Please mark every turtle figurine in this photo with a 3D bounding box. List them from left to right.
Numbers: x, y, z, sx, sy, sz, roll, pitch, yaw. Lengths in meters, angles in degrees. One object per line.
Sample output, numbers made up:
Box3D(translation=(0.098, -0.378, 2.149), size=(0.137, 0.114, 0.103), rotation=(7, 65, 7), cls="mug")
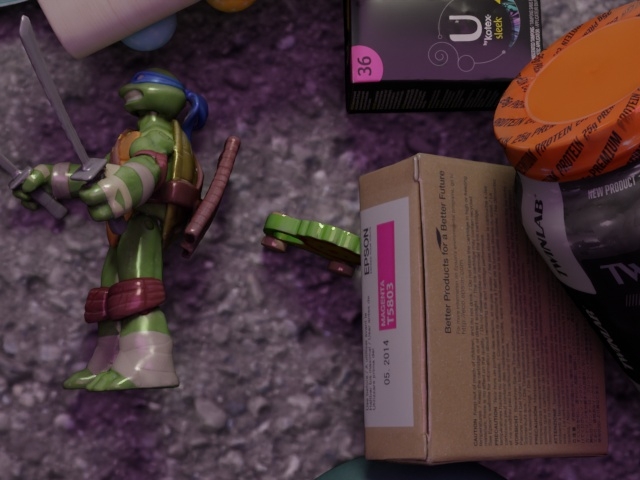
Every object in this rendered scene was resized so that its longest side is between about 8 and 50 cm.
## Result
Box3D(translation=(-0.199, -0.013, 0.931), size=(0.198, 0.275, 0.266), rotation=(-5, 84, 32), cls="turtle figurine")

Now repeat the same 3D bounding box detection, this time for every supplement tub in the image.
Box3D(translation=(0.284, 0.000, 0.871), size=(0.207, 0.207, 0.338), rotation=(-43, 115, -7), cls="supplement tub")

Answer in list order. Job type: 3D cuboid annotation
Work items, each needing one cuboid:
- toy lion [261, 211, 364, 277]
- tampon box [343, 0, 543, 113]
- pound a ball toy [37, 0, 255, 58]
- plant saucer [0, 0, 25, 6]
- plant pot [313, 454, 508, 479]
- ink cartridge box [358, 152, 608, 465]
Box3D(translation=(0.000, 0.000, 0.980), size=(0.100, 0.096, 0.034), rotation=(20, 81, 2), cls="toy lion")
Box3D(translation=(0.102, -0.180, 1.008), size=(0.161, 0.101, 0.120), rotation=(-1, 81, -2), cls="tampon box")
Box3D(translation=(-0.070, -0.270, 0.972), size=(0.319, 0.208, 0.135), rotation=(-24, 106, 7), cls="pound a ball toy")
Box3D(translation=(-0.307, -0.354, 1.054), size=(0.318, 0.044, 0.317), rotation=(0, 82, -2), cls="plant saucer")
Box3D(translation=(0.080, 0.308, 0.885), size=(0.290, 0.195, 0.290), rotation=(0, 81, -2), cls="plant pot")
Box3D(translation=(0.131, 0.060, 0.939), size=(0.193, 0.088, 0.234), rotation=(6, 79, -32), cls="ink cartridge box")
